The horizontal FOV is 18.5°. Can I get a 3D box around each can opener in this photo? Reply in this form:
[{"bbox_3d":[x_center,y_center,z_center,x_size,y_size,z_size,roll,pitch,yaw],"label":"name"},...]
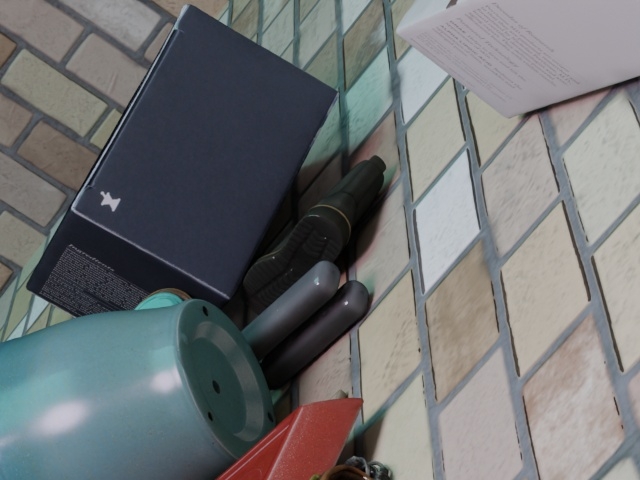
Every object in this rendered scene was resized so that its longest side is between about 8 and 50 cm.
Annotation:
[{"bbox_3d":[-0.053,0.104,2.081,0.283,0.076,0.095,-43,21,36],"label":"can opener"}]

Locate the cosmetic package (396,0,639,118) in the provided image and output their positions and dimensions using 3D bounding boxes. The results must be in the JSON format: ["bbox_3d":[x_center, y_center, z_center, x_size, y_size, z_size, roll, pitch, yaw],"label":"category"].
[{"bbox_3d":[0.250,-0.260,1.760,0.217,0.156,0.385,-60,16,-19],"label":"cosmetic package"}]

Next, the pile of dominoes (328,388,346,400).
[{"bbox_3d":[-0.045,0.274,1.843,0.196,0.040,0.251,-48,10,29],"label":"pile of dominoes"}]

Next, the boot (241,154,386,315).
[{"bbox_3d":[0.000,0.000,2.172,0.198,0.077,0.137,-42,6,45],"label":"boot"}]

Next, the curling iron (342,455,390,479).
[{"bbox_3d":[-0.006,0.296,1.648,0.068,0.035,0.274,-30,30,57],"label":"curling iron"}]

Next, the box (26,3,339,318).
[{"bbox_3d":[-0.176,-0.055,2.382,0.294,0.212,0.395,-62,6,-20],"label":"box"}]

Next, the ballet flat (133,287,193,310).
[{"bbox_3d":[-0.210,0.223,2.221,0.116,0.124,0.342,16,81,28],"label":"ballet flat"}]

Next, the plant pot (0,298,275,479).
[{"bbox_3d":[-0.196,0.186,1.988,0.255,0.272,0.272,-26,28,21],"label":"plant pot"}]

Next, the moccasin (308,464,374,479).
[{"bbox_3d":[0.051,0.243,1.443,0.380,0.139,0.147,-156,90,-83],"label":"moccasin"}]

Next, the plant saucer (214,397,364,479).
[{"bbox_3d":[-0.084,0.272,1.773,0.258,0.047,0.259,-44,12,42],"label":"plant saucer"}]
